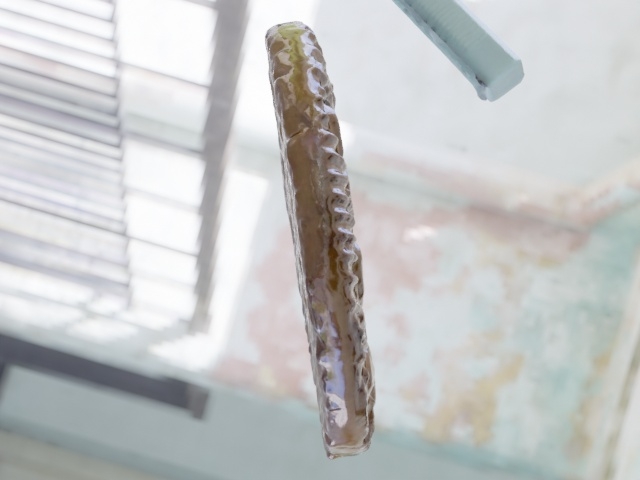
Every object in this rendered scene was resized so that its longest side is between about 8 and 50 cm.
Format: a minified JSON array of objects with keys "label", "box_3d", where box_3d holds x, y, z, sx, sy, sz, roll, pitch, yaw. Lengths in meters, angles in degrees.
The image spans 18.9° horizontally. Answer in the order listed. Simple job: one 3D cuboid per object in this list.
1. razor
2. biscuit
[{"label":"razor","box_3d":[0.027,-0.188,1.238,0.056,0.278,0.111,-45,157,-10]},{"label":"biscuit","box_3d":[0.001,0.000,0.818,0.188,0.027,0.188,171,-90,-88]}]
